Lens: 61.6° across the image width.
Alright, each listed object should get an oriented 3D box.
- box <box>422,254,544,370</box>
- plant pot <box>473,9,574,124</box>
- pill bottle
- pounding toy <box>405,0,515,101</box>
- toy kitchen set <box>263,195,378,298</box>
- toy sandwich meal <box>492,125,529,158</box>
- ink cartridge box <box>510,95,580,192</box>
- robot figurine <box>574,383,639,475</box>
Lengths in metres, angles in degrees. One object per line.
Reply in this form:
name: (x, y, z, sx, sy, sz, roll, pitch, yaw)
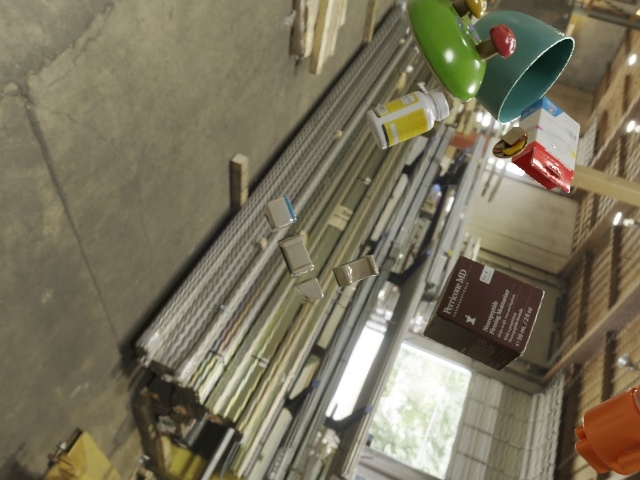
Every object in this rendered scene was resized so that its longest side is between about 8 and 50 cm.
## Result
box: (0.375, 0.172, 1.251, 0.168, 0.203, 0.167, -61, 168, -23)
plant pot: (0.549, -0.534, 1.587, 0.293, 0.235, 0.293, -35, 158, -16)
pill bottle: (0.136, -0.192, 0.834, 0.065, 0.116, 0.065, -22, 90, -88)
pounding toy: (0.230, -0.339, 0.840, 0.183, 0.110, 0.237, 40, 42, -32)
toy kitchen set: (0.000, 0.000, 1.081, 0.122, 0.166, 0.207, 164, -95, -80)
toy sandwich meal: (0.417, -0.215, 1.183, 0.029, 0.085, 0.085, 52, 52, -34)
ink cartridge box: (0.550, -0.222, 1.314, 0.078, 0.134, 0.231, -35, -153, 56)
robot figurine: (0.570, 0.336, 0.965, 0.158, 0.128, 0.219, 12, 135, -41)
